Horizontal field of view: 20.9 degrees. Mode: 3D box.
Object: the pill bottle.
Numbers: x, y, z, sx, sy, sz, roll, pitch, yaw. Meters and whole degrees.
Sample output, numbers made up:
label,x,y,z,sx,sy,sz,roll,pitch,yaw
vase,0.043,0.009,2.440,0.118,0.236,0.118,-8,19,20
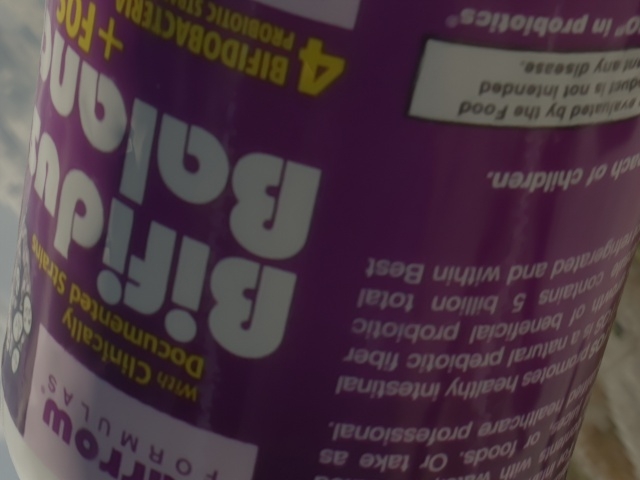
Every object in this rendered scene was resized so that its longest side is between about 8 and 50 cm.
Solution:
label,x,y,z,sx,sy,sz,roll,pitch,yaw
pill bottle,0.000,0.000,0.485,0.169,0.169,0.302,-128,43,-52
